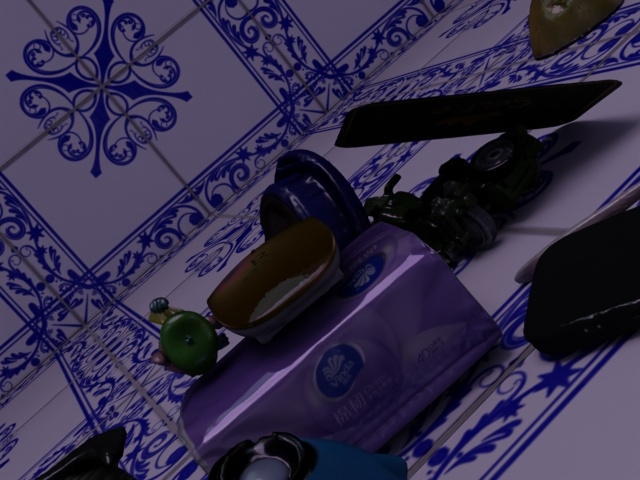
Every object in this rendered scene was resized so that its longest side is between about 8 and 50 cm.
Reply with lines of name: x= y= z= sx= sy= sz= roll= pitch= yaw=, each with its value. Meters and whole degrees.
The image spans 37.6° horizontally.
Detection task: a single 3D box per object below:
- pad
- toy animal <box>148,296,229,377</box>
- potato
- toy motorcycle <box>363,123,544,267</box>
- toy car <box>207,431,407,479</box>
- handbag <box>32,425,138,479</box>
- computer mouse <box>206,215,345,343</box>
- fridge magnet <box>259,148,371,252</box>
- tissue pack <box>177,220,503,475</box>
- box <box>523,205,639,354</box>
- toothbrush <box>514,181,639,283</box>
pad: x=0.217 y=-0.153 z=1.289 sx=0.375 sy=0.063 sz=0.315 roll=-7 pitch=-9 yaw=-5
toy animal: x=-0.160 y=0.109 z=1.119 sx=0.100 sy=0.103 sz=0.208 roll=-33 pitch=-2 yaw=2
potato: x=0.475 y=-0.460 z=1.835 sx=0.202 sy=0.117 sz=0.182 roll=-33 pitch=19 yaw=21
toy motorcycle: x=0.185 y=-0.064 z=1.330 sx=0.205 sy=0.127 sz=0.275 roll=-50 pitch=21 yaw=-27
toy car: x=0.011 y=0.263 z=0.677 sx=0.190 sy=0.188 sz=0.255 roll=-5 pitch=31 yaw=18
handbag: x=-0.199 y=0.333 z=0.763 sx=0.240 sy=0.247 sz=0.340 roll=-47 pitch=6 yaw=27
computer mouse: x=-0.055 y=0.041 z=1.087 sx=0.158 sy=0.072 sz=0.310 roll=-39 pitch=7 yaw=-4
fridge magnet: x=0.000 y=0.000 z=1.322 sx=0.113 sy=0.265 sz=0.265 roll=-25 pitch=9 yaw=-22
tissue pack: x=0.006 y=0.143 z=1.065 sx=0.338 sy=0.160 sz=0.242 roll=-40 pitch=10 yaw=-5
box: x=0.301 y=0.027 z=0.937 sx=0.212 sy=0.042 sz=0.201 roll=-28 pitch=18 yaw=34
toothbrush: x=0.333 y=-0.044 z=1.035 sx=0.307 sy=0.025 sz=0.029 roll=-41 pitch=20 yaw=27
